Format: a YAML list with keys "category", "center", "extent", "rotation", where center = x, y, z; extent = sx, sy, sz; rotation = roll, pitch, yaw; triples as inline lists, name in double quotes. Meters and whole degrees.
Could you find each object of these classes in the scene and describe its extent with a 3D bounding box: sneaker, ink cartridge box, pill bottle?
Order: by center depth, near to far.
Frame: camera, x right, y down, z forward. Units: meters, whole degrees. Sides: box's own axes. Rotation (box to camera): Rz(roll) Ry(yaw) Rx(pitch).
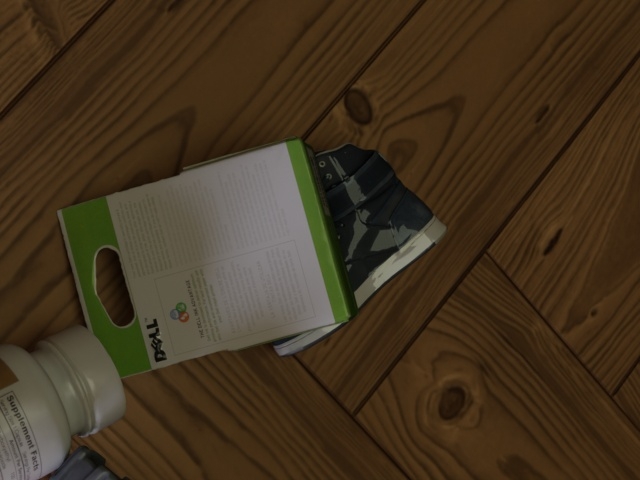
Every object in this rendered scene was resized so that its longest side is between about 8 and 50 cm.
- category: "pill bottle"
  center: [-0.304, 0.170, 1.660]
  extent: [0.229, 0.131, 0.131]
  rotation: [-27, 102, -27]
- category: "ink cartridge box"
  center: [-0.111, 0.021, 1.784]
  extent: [0.255, 0.097, 0.189]
  rotation: [-16, 87, 6]
- category: "sneaker"
  center: [0.000, 0.000, 1.864]
  extent: [0.226, 0.086, 0.163]
  rotation: [-42, 100, -14]

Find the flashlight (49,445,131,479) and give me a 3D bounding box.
- category: "flashlight"
  center: [-0.281, 0.333, 1.641]
  extent: [0.304, 0.103, 0.103]
  rotation: [-49, 138, -7]
